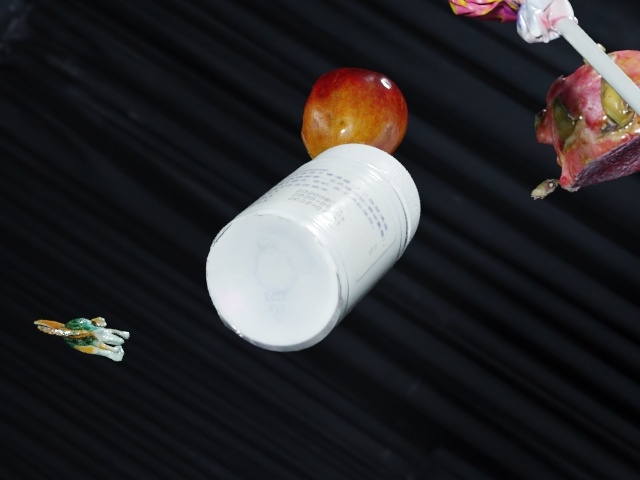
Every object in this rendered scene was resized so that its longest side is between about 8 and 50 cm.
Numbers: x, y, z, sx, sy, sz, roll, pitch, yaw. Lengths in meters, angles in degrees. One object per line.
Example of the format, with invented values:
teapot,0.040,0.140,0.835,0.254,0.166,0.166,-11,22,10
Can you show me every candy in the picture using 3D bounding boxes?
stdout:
candy,0.205,-0.192,1.292,0.124,0.124,0.365,-63,32,26

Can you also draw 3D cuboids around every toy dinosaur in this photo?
toy dinosaur,-0.301,0.112,1.806,0.106,0.187,0.044,13,-87,-64

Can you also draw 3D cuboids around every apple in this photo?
apple,0.054,-0.182,2.301,0.147,0.156,0.158,-19,50,36

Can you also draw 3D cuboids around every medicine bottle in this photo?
medicine bottle,0.000,0.000,1.988,0.190,0.190,0.332,-63,-11,28

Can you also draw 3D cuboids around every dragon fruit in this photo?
dragon fruit,0.398,-0.172,2.055,0.282,0.147,0.211,-25,-17,14
